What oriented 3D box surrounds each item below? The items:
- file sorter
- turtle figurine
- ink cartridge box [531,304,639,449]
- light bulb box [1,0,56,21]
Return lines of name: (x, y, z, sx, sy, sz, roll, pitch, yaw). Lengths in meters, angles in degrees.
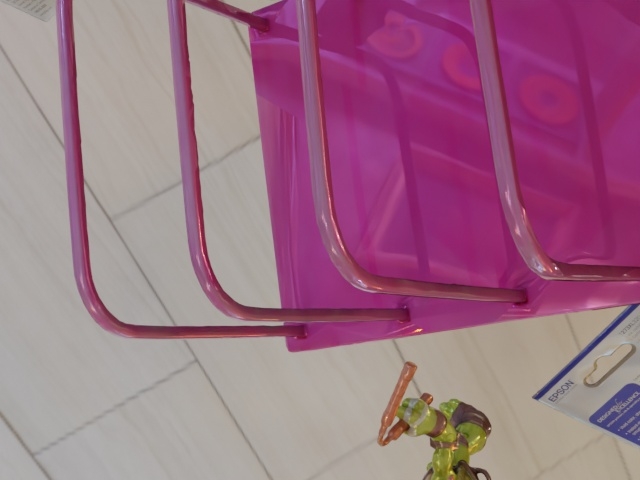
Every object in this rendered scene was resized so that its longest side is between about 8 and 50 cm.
file sorter: (0.046, -0.064, 0.460, 0.182, 0.290, 0.202, 5, 76, -55)
turtle figurine: (0.115, 0.220, 0.947, 0.087, 0.217, 0.269, -3, 99, 16)
ink cartridge box: (0.430, 0.176, 1.121, 0.371, 0.069, 0.176, 25, 127, -16)
light bulb box: (-0.433, -0.505, 1.366, 0.361, 0.358, 0.225, 22, 70, -32)
